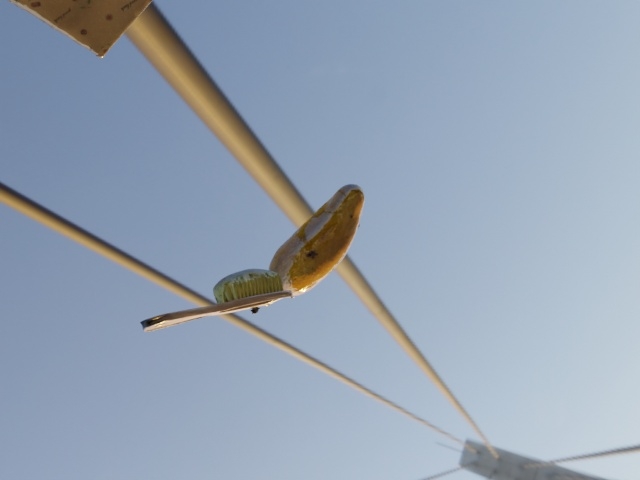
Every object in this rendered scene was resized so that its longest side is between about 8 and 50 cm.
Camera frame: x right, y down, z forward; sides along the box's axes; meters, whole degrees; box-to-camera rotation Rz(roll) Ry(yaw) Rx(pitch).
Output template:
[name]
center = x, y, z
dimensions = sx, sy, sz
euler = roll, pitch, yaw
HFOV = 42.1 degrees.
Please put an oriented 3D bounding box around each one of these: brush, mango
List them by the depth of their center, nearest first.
[brush]
center = -0.157, 0.086, 1.248
dimensions = 0.313, 0.072, 0.067
euler = -9, -106, -55
[mango]
center = 0.004, 0.005, 1.856
dimensions = 0.295, 0.120, 0.177
euler = -45, 1, 2

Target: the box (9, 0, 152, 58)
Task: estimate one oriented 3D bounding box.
[box]
center = -0.357, -0.428, 1.079
dimensions = 0.190, 0.225, 0.297
euler = -39, -47, 21
